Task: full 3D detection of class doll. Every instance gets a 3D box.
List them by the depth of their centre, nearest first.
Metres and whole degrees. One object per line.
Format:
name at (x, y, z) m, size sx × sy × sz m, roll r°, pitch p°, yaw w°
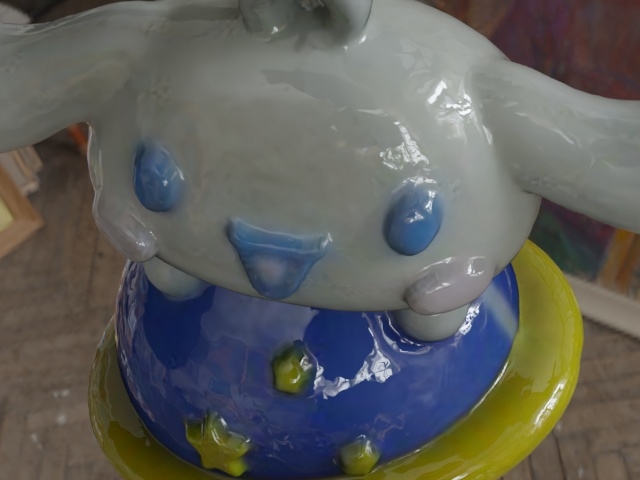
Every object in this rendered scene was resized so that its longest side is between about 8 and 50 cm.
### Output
doll at (0.029, -0.006, 0.421) m, size 0.311 × 0.243 × 0.159 m, roll -3°, pitch 32°, yaw 24°
